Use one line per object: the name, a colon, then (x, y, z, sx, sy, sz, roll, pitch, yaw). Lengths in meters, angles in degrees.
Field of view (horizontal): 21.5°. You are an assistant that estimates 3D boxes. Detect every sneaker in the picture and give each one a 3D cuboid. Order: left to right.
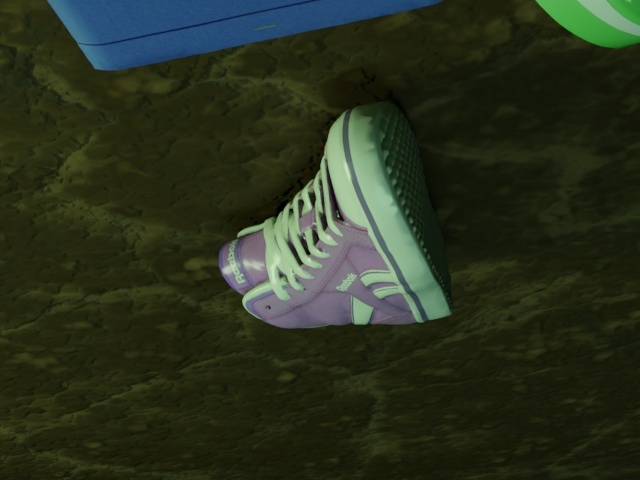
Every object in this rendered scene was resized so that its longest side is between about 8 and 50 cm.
sneaker: (0.000, 0.001, 1.159, 0.161, 0.102, 0.282, -6, 155, 7)

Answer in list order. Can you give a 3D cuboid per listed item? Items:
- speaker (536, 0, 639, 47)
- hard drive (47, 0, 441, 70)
speaker: (0.215, -0.203, 0.749, 0.131, 0.131, 0.296, 12, 149, -34)
hard drive: (-0.064, -0.192, 0.804, 0.210, 0.040, 0.319, -11, 154, 9)
